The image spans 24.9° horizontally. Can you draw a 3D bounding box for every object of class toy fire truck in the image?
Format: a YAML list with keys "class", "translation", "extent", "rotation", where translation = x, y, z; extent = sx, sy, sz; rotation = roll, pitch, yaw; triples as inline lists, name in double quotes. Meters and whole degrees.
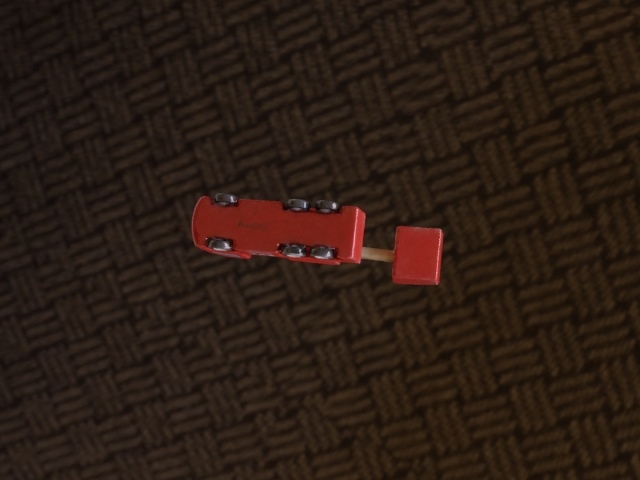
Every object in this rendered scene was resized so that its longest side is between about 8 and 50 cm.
- class: "toy fire truck"
  translation: [0.000, 0.000, 1.223]
  extent: [0.192, 0.135, 0.047]
  rotation: [4, 81, 14]
